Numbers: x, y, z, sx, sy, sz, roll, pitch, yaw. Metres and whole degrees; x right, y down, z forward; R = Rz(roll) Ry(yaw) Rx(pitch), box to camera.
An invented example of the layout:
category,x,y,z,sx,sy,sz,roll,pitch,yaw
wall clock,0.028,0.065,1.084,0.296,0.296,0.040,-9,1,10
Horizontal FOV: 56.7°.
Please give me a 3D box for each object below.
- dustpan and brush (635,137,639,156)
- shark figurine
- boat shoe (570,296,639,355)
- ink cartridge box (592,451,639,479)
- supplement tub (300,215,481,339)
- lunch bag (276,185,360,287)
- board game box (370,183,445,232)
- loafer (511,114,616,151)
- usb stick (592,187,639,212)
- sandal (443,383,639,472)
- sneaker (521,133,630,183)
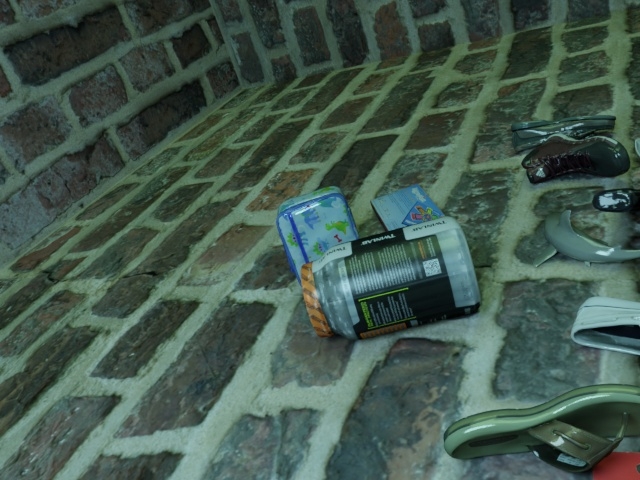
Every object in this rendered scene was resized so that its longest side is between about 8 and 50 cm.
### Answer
category,x,y,z,sx,sy,sz,roll,pitch,yaw
dustpan and brush,0.819,-0.185,1.362,0.147,0.060,0.211,-3,25,19
shark figurine,0.526,-0.012,1.163,0.166,0.116,0.278,-33,29,-23
boat shoe,0.519,0.149,0.910,0.258,0.095,0.084,-3,34,48
ink cartridge box,0.413,0.324,0.686,0.181,0.056,0.224,-5,32,24
supplement tub,0.133,0.080,1.153,0.316,0.193,0.193,-15,28,7
lunch bag,0.000,0.000,1.354,0.176,0.218,0.090,-17,21,3
board game box,0.229,-0.064,1.532,0.145,0.027,0.281,-20,27,1
loafer,0.668,-0.293,1.641,0.268,0.084,0.096,-1,1,25
usb stick,0.608,-0.080,1.176,0.077,0.045,0.278,-3,2,37
sandal,0.320,0.270,0.797,0.303,0.120,0.086,-19,43,18
sneaker,0.598,-0.178,1.447,0.163,0.106,0.281,-29,18,-8
